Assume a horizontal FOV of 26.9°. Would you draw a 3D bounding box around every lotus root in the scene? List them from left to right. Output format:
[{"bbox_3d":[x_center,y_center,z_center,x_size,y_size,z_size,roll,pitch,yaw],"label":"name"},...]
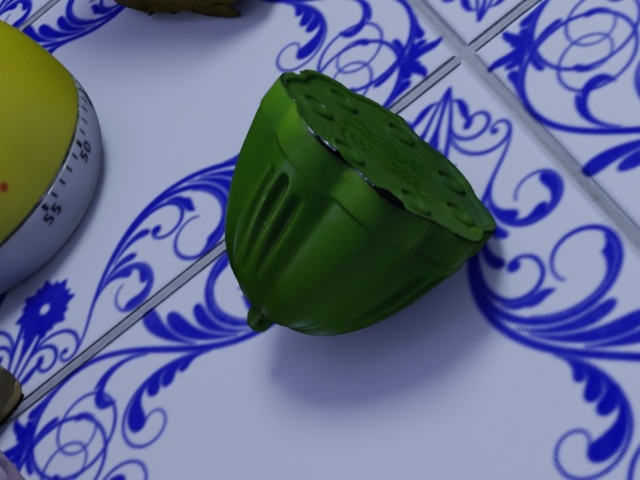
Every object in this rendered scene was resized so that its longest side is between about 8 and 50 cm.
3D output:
[{"bbox_3d":[0.000,0.000,0.912,0.186,0.186,0.186,-21,47,24],"label":"lotus root"}]

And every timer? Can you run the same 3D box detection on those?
[{"bbox_3d":[-0.355,-0.100,1.169,0.285,0.285,0.285,-21,47,24],"label":"timer"}]

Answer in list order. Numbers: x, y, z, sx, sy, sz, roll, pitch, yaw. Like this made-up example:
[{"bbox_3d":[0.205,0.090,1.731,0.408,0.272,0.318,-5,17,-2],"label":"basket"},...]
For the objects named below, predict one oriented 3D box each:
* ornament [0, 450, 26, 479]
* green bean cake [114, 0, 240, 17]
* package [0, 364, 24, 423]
[{"bbox_3d":[-0.312,0.218,0.897,0.259,0.259,0.225,-41,12,3],"label":"ornament"},{"bbox_3d":[-0.158,-0.317,1.229,0.230,0.224,0.131,6,62,44],"label":"green bean cake"},{"bbox_3d":[-0.392,0.185,1.050,0.165,0.221,0.311,37,83,27],"label":"package"}]
